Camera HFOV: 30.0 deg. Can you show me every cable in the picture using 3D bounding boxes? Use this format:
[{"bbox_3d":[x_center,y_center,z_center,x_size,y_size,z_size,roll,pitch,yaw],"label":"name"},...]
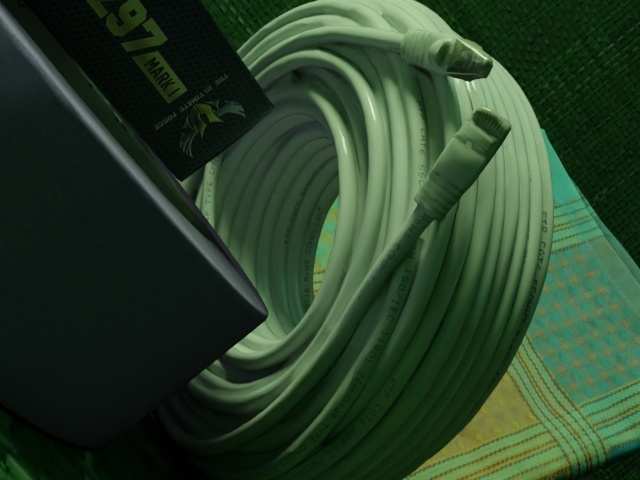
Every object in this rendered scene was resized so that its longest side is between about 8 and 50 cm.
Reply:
[{"bbox_3d":[0.000,0.000,0.610,0.089,0.257,0.257,16,18,-34],"label":"cable"}]

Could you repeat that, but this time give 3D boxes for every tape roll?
[{"bbox_3d":[-0.140,-0.049,0.498,0.275,0.090,0.275,51,-2,3],"label":"tape roll"}]

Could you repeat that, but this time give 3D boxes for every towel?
[{"bbox_3d":[0.088,0.052,0.817,0.271,0.370,0.040,59,-38,23],"label":"towel"}]

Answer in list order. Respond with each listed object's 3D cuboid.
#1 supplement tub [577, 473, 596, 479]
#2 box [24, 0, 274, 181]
[{"bbox_3d":[0.058,0.131,0.897,0.272,0.191,0.191,51,-1,15],"label":"supplement tub"},{"bbox_3d":[-0.128,-0.153,0.520,0.233,0.059,0.183,51,-3,42],"label":"box"}]
